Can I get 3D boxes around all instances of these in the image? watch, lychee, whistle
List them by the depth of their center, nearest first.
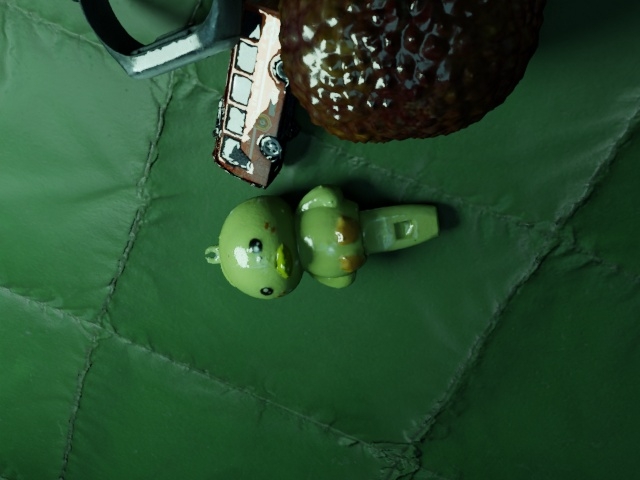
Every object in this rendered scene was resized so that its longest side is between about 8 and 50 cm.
[{"bbox_3d":[0.082,-0.216,0.851,0.261,0.260,0.260,8,127,10],"label":"lychee"},{"bbox_3d":[-0.181,-0.283,0.957,0.206,0.068,0.193,-12,103,31],"label":"watch"},{"bbox_3d":[-0.004,0.004,1.098,0.294,0.141,0.141,-5,124,17],"label":"whistle"}]

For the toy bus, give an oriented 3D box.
[{"bbox_3d":[-0.066,-0.174,1.030,0.096,0.073,0.235,24,128,9],"label":"toy bus"}]
